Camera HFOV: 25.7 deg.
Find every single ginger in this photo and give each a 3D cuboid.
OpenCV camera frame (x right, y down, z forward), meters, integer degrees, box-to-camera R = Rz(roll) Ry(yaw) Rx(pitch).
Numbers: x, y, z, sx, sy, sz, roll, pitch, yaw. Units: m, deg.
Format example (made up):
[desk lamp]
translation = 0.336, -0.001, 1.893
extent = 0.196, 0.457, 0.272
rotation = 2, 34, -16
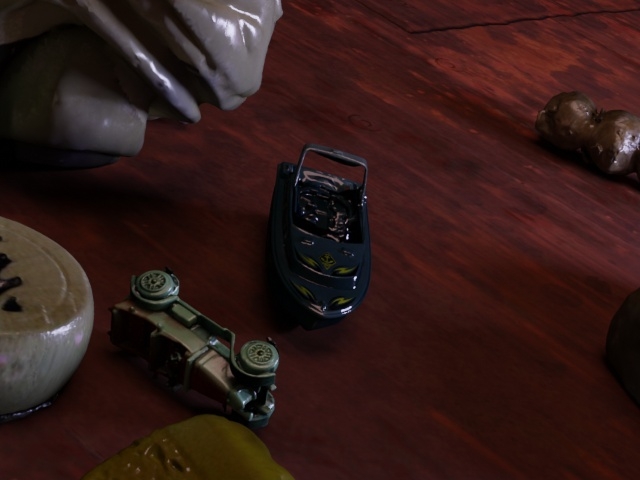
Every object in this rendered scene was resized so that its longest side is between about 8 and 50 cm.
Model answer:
[ginger]
translation = 0.370, -0.123, 1.745
extent = 0.204, 0.080, 0.104
rotation = 29, 22, 22

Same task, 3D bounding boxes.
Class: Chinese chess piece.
[Chinese chess piece]
translation = -0.255, 0.045, 0.996
extent = 0.188, 0.083, 0.188
rotation = 16, 24, -7

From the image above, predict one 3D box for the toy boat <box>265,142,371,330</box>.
[toy boat]
translation = 0.000, 0.000, 1.239
extent = 0.093, 0.103, 0.246
rotation = 16, 29, -9

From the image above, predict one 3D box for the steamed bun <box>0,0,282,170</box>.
[steamed bun]
translation = -0.217, -0.177, 1.278
extent = 0.394, 0.237, 0.346
rotation = -3, -18, 30

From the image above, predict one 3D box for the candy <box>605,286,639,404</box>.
[candy]
translation = 0.343, 0.125, 1.229
extent = 0.104, 0.102, 0.234
rotation = 7, 30, -22

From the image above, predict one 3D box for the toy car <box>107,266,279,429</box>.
[toy car]
translation = -0.093, 0.084, 1.047
extent = 0.143, 0.073, 0.054
rotation = 33, 45, 24

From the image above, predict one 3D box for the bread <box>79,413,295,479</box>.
[bread]
translation = -0.007, 0.246, 0.741
extent = 0.166, 0.112, 0.383
rotation = -34, 48, -23

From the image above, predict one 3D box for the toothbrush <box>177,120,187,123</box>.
[toothbrush]
translation = -0.201, -0.226, 1.611
extent = 0.028, 0.037, 0.375
rotation = 3, 33, -24
